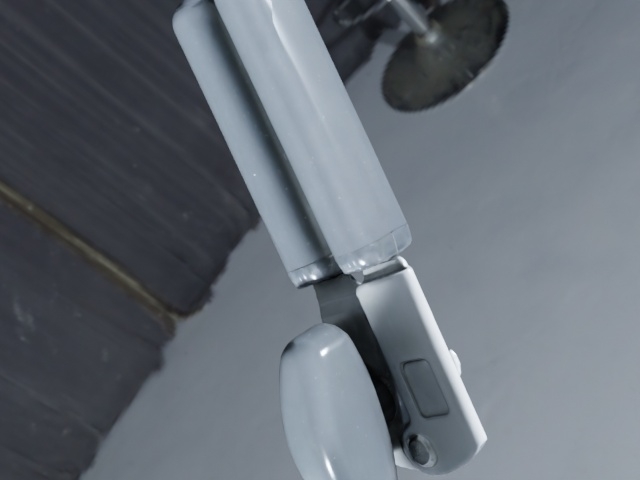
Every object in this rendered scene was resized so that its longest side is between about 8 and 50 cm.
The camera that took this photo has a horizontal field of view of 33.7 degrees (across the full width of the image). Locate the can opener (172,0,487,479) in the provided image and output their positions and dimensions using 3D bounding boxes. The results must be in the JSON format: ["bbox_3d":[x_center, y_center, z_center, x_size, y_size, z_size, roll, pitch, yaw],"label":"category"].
[{"bbox_3d":[0.000,0.000,0.523,0.074,0.280,0.093,-19,3,45],"label":"can opener"}]
